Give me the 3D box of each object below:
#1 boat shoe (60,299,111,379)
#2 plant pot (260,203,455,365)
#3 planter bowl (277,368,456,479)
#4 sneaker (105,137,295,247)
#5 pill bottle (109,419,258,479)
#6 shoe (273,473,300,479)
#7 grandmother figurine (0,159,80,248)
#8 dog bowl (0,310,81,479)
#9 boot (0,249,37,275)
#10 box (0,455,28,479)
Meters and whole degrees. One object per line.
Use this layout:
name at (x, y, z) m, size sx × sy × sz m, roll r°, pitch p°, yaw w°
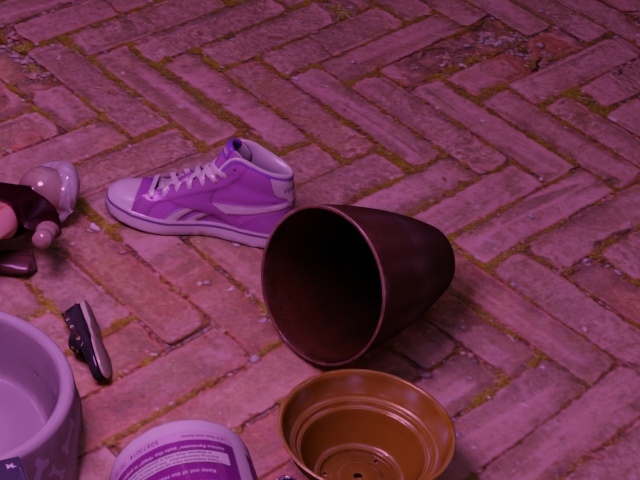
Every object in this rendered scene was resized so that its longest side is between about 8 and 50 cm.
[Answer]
boat shoe at (-0.306, 0.136, 2.000) m, size 0.042 × 0.049 × 0.133 m, roll -28°, pitch 49°, yaw -1°
plant pot at (0.075, 0.043, 2.085) m, size 0.215 × 0.215 × 0.230 m, roll 35°, pitch 30°, yaw 32°
planter bowl at (0.050, 0.260, 1.855) m, size 0.217 × 0.090 × 0.217 m, roll 6°, pitch 36°, yaw -4°
sneaker at (-0.174, -0.091, 2.236) m, size 0.282 × 0.161 × 0.102 m, roll 6°, pitch 37°, yaw 0°
pill bottle at (-0.125, 0.349, 1.633) m, size 0.169 × 0.169 × 0.301 m, roll -3°, pitch 37°, yaw -15°
shoe at (-0.043, 0.349, 1.722) m, size 0.063 × 0.081 × 0.178 m, roll 5°, pitch 36°, yaw -3°
grandmother figurine at (-0.450, -0.035, 2.116) m, size 0.208 × 0.104 × 0.342 m, roll 25°, pitch 30°, yaw 19°
dog bowl at (-0.449, 0.207, 1.824) m, size 0.349 × 0.102 × 0.349 m, roll 6°, pitch 36°, yaw -4°
boot at (-0.450, 0.041, 2.109) m, size 0.114 × 0.037 × 0.106 m, roll 7°, pitch 35°, yaw -8°
box at (-0.339, 0.343, 1.609) m, size 0.093 × 0.158 × 0.156 m, roll -10°, pitch 39°, yaw -23°
